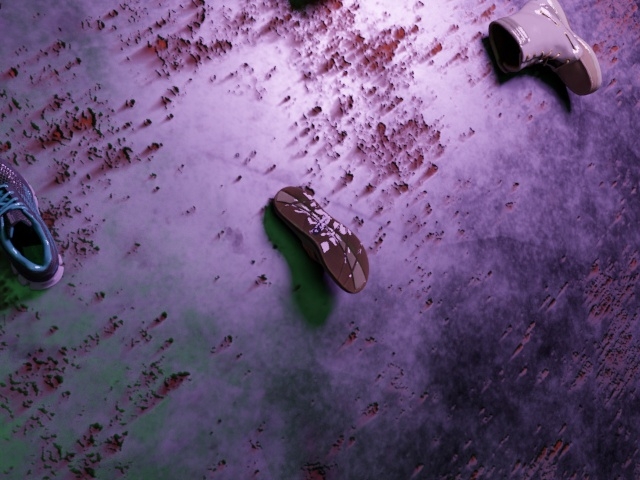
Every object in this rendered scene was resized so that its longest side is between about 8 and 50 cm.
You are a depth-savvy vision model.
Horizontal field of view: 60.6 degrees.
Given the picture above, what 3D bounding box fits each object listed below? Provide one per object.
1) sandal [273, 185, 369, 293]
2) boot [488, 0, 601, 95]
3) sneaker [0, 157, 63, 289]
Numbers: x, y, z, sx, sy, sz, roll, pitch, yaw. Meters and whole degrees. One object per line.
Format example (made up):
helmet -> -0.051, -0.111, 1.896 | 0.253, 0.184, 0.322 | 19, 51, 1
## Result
sandal -> 0.000, 0.000, 0.775 | 0.180, 0.049, 0.072 | 46, 59, 3
boot -> 0.412, -0.337, 1.011 | 0.165, 0.077, 0.213 | -34, 92, -27
sneaker -> -0.331, -0.027, 0.596 | 0.065, 0.076, 0.166 | -33, 97, -27
